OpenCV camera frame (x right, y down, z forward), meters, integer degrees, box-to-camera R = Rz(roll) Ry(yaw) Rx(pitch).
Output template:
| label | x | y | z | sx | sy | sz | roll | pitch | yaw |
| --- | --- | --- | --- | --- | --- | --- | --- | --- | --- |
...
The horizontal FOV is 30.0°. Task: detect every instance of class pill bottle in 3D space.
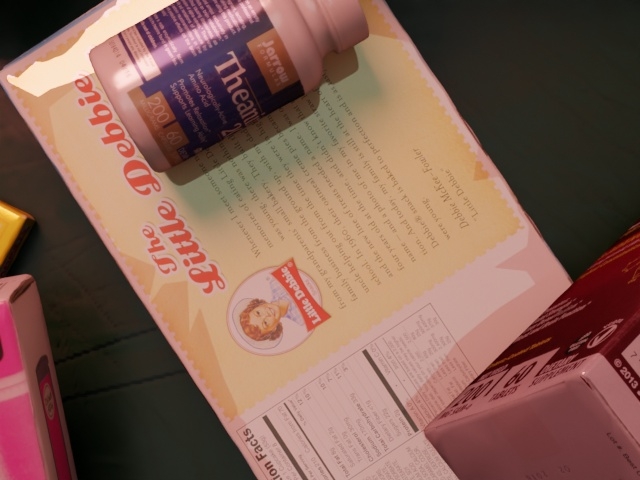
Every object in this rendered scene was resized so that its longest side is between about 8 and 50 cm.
| label | x | y | z | sx | sy | sz | roll | pitch | yaw |
| --- | --- | --- | --- | --- | --- | --- | --- | --- | --- |
| pill bottle | -0.041 | -0.087 | 0.557 | 0.120 | 0.067 | 0.067 | -29 | 88 | -2 |

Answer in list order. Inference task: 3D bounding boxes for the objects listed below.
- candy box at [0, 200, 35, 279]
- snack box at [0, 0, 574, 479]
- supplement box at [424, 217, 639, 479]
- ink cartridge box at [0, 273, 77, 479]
| label | x | y | z | sx | sy | sz | roll | pitch | yaw |
| --- | --- | --- | --- | --- | --- | --- | --- | --- | --- |
| candy box | -0.268 | -0.013 | 0.639 | 0.206 | 0.027 | 0.105 | 27 | 85 | 2 |
| snack box | 0.000 | 0.000 | 0.617 | 0.187 | 0.060 | 0.322 | -33 | 88 | -2 |
| supplement box | 0.170 | 0.027 | 0.532 | 0.239 | 0.130 | 0.073 | -38 | 90 | -30 |
| ink cartridge box | -0.192 | 0.211 | 0.578 | 0.175 | 0.069 | 0.371 | -10 | 101 | 0 |
